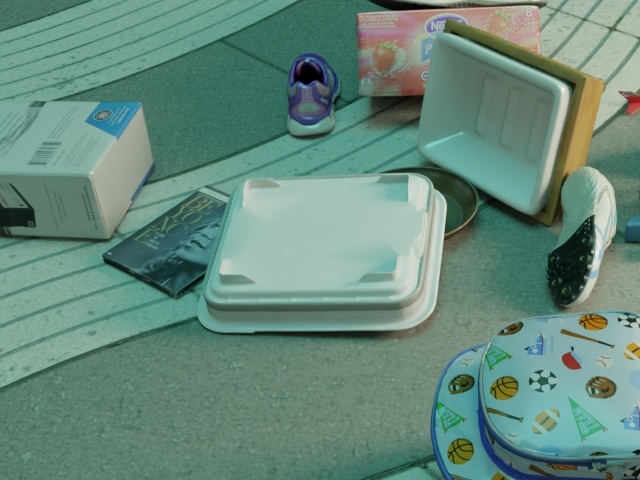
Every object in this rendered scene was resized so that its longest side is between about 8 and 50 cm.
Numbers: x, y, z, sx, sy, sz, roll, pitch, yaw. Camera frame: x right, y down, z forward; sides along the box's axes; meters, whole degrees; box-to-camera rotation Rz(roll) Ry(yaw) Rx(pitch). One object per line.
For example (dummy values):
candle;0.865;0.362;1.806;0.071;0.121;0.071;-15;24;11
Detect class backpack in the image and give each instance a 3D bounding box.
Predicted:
backpack;0.247;0.207;1.199;0.263;0.213;0.276;-10;37;15

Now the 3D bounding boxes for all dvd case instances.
dvd case;-0.191;-0.004;1.721;0.164;0.018;0.221;23;45;36

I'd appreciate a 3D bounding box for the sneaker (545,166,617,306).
sneaker;0.365;0.000;1.565;0.085;0.086;0.237;-26;33;42

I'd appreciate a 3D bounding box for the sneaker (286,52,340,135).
sneaker;-0.017;-0.280;1.999;0.095;0.104;0.236;-6;34;4

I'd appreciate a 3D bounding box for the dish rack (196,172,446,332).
dish rack;0.000;0.000;1.593;0.332;0.072;0.285;-1;44;13

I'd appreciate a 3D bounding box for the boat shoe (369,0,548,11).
boat shoe;0.236;-0.452;2.009;0.320;0.103;0.118;0;0;7

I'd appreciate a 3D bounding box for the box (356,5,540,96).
box;0.217;-0.318;1.934;0.300;0.142;0.154;0;10;11

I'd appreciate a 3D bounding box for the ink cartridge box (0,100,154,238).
ink cartridge box;-0.452;-0.118;1.833;0.307;0.129;0.223;2;37;14

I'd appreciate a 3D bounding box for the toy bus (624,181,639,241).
toy bus;0.534;-0.062;1.591;0.202;0.104;0.191;6;38;19

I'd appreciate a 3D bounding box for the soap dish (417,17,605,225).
soap dish;0.282;-0.185;1.722;0.118;0.229;0.291;-12;32;-35

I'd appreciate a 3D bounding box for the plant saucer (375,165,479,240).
plant saucer;0.135;-0.043;1.698;0.198;0.036;0.198;-5;35;3

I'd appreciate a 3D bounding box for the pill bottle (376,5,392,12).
pill bottle;0.249;-0.454;2.142;0.278;0.162;0.162;0;36;11

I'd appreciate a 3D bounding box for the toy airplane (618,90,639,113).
toy airplane;0.563;-0.227;1.880;0.151;0.028;0.151;-5;34;3
